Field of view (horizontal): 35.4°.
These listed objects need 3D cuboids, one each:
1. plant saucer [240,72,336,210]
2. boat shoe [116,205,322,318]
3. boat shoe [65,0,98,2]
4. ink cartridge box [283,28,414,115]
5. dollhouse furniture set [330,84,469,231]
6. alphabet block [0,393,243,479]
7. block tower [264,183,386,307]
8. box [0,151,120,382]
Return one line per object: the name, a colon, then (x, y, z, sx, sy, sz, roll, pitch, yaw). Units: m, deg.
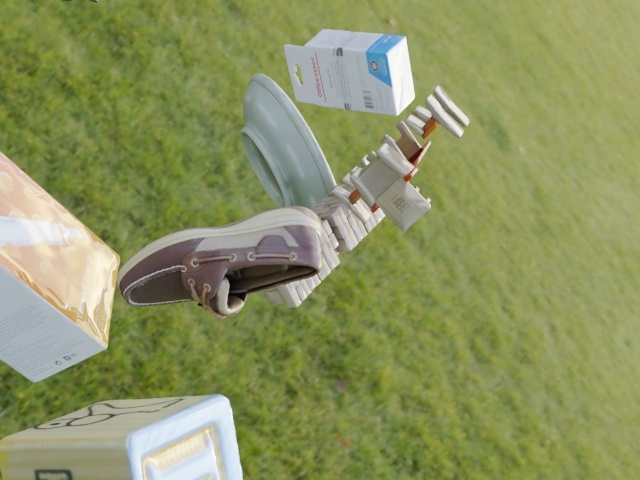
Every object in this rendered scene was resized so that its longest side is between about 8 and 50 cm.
plant saucer: (-0.089, -0.181, 2.283, 0.400, 0.100, 0.400, 57, -11, 18)
boat shoe: (-0.155, 0.055, 1.532, 0.123, 0.341, 0.123, 59, 20, -55)
boat shoe: (-0.513, -0.515, 1.997, 0.073, 0.073, 0.207, 15, -4, 29)
ink cartridge box: (0.042, -0.252, 1.484, 0.060, 0.180, 0.104, -48, 139, -38)
dollhouse furniture set: (0.151, -0.125, 1.830, 0.135, 0.262, 0.259, 45, 26, -3)
alphabet block: (-0.219, 0.291, 1.143, 0.192, 0.197, 0.194, -10, 92, -59)
block tower: (0.000, 0.000, 1.976, 0.335, 0.097, 0.091, -45, 115, -40)
box: (-0.506, 0.034, 1.618, 0.345, 0.168, 0.215, 47, 27, -38)
